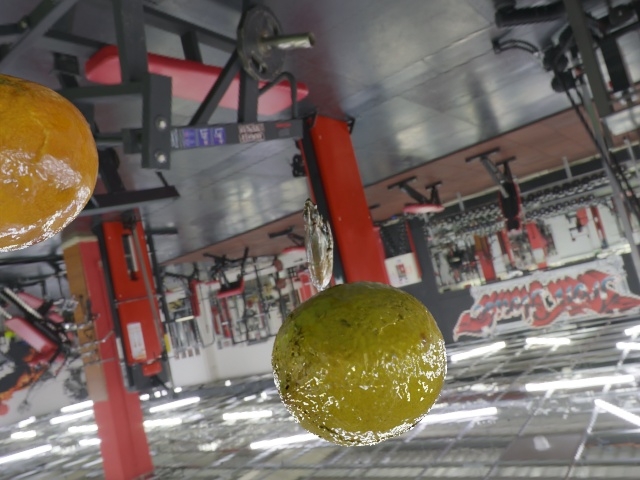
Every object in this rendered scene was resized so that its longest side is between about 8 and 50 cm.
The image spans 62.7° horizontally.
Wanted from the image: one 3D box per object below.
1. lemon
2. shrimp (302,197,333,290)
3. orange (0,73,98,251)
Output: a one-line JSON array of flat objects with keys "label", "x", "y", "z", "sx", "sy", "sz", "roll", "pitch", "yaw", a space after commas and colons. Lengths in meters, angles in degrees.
[{"label": "lemon", "x": 0.067, "y": 0.193, "z": 0.852, "sx": 0.310, "sy": 0.258, "sz": 0.258, "roll": -5, "pitch": 170, "yaw": -28}, {"label": "shrimp", "x": -0.002, "y": 0.000, "z": 1.199, "sx": 0.052, "sy": 0.251, "sz": 0.144, "roll": 6, "pitch": -140, "yaw": 13}, {"label": "orange", "x": -0.462, "y": -0.110, "z": 0.773, "sx": 0.261, "sy": 0.261, "sz": 0.261, "roll": -13, "pitch": 174, "yaw": -2}]
